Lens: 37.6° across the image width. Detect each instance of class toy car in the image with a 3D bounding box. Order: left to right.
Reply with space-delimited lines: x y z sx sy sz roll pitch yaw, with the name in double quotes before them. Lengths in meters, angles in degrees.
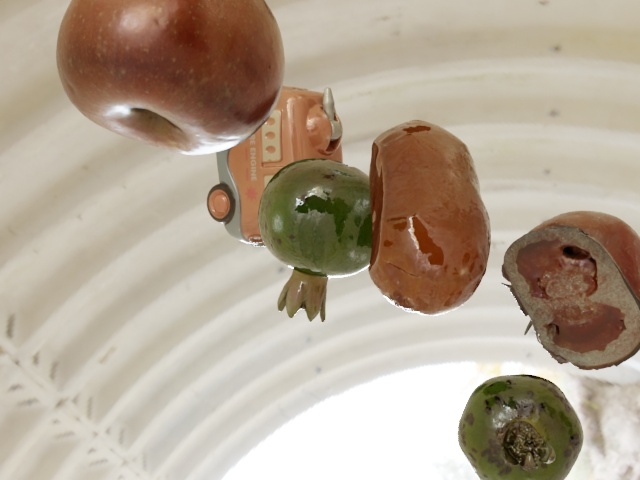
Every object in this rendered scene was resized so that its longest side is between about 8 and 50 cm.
"toy car" -0.054 -0.125 1.521 0.181 0.212 0.270 -7 -84 -52

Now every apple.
"apple" -0.127 -0.168 0.818 0.201 0.201 0.162 49 -129 -65

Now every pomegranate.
"pomegranate" -0.002 0.000 1.294 0.187 0.187 0.225 -2 -74 -62
"pomegranate" 0.193 0.189 0.905 0.122 0.122 0.161 -60 -7 1

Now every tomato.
"tomato" 0.370 0.053 1.285 0.155 0.181 0.214 -33 -79 -44

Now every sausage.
"sausage" 0.115 -0.029 1.018 0.258 0.133 0.133 -90 4 -46
